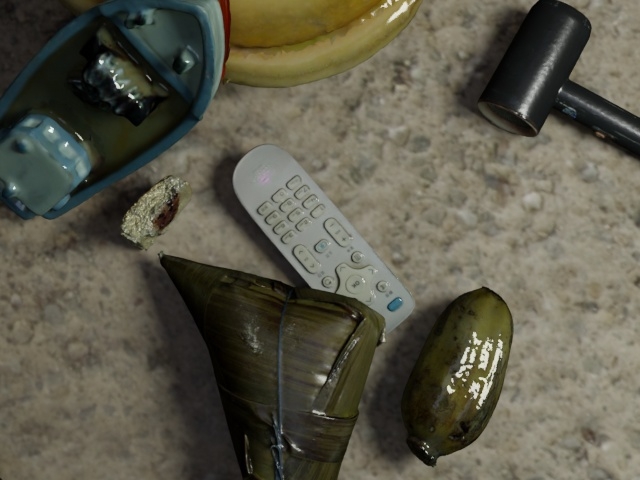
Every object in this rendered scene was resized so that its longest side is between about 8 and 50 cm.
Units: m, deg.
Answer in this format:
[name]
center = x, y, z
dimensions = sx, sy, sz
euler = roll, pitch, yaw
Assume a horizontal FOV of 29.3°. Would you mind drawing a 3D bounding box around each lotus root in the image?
[lotus root]
center = 0.132, 0.131, 1.177
dimensions = 0.089, 0.080, 0.179
euler = 26, 80, -14

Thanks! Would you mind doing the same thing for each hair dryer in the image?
[hair dryer]
center = 0.296, -0.132, 1.222
dimensions = 0.255, 0.070, 0.128
euler = 27, 84, 0

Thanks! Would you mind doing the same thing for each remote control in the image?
[remote control]
center = 0.000, 0.000, 1.226
dimensions = 0.073, 0.044, 0.229
euler = -42, 89, 9

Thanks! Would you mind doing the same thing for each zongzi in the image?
[zongzi]
center = -0.078, 0.139, 1.180
dimensions = 0.242, 0.112, 0.220
euler = 14, 84, 14

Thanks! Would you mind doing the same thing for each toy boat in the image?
[toy boat]
center = -0.201, -0.125, 1.123
dimensions = 0.332, 0.133, 0.145
euler = -33, 108, 35

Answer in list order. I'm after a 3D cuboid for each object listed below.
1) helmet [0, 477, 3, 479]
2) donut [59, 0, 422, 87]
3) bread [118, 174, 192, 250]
[helmet]
center = -0.397, 0.301, 1.139
dimensions = 0.253, 0.154, 0.198
euler = 4, 100, -7
[donut]
center = -0.074, -0.356, 1.205
dimensions = 0.449, 0.198, 0.448
euler = -1, 81, 4
[bread]
center = -0.164, -0.028, 1.227
dimensions = 0.035, 0.070, 0.083
euler = 39, 80, 7
